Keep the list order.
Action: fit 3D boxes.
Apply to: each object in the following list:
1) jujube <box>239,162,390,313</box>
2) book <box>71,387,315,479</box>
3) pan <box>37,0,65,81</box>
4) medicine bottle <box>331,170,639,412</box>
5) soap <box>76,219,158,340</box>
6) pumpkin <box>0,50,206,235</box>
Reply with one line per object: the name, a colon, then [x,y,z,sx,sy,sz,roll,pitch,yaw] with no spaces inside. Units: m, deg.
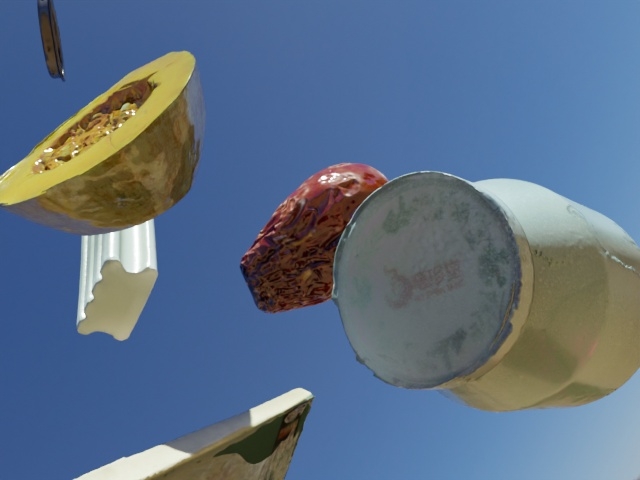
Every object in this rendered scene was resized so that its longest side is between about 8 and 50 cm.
jujube: [0.000,0.000,0.919,0.236,0.168,0.168,-33,-36,-8]
book: [-0.135,0.300,0.516,0.264,0.031,0.379,-6,-61,-62]
pan: [-0.403,-0.351,1.022,0.028,0.136,0.235,-5,-57,-18]
medicine bottle: [0.178,0.053,0.708,0.290,0.245,0.245,14,-76,-48]
soap: [-0.340,0.015,1.157,0.087,0.265,0.160,16,-58,-27]
pumpkin: [-0.182,-0.072,0.636,0.217,0.217,0.110,-47,-51,-20]
